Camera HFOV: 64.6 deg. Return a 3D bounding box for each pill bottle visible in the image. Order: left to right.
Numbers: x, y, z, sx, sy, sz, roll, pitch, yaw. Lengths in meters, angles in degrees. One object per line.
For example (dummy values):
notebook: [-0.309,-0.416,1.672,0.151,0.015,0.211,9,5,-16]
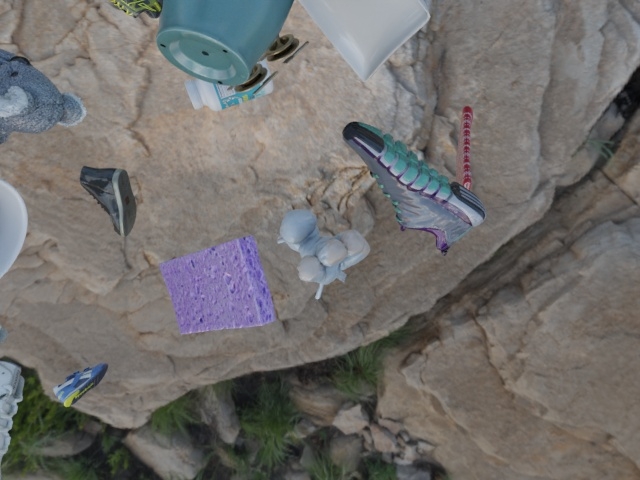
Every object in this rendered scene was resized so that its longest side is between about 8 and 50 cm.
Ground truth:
pill bottle: [-0.295,-0.507,1.629,0.264,0.146,0.146,-21,113,-6]

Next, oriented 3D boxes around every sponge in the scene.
sponge: [-0.152,0.069,0.717,0.210,0.031,0.117,-15,91,44]

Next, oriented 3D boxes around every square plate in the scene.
square plate: [0.063,-0.551,1.100,0.049,0.344,0.347,-43,98,-16]

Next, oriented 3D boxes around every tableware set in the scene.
tableware set: [-0.129,-0.410,1.148,0.194,0.128,0.039,-49,131,-15]

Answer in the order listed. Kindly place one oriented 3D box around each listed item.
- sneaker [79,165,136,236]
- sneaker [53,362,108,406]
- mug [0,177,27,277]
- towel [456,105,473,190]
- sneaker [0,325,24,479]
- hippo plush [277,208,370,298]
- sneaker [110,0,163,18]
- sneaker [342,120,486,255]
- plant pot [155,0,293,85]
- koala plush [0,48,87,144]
sneaker: [-0.600,-0.115,1.438,0.118,0.083,0.221,11,125,6]
sneaker: [-0.584,0.340,1.238,0.059,0.144,0.053,28,119,12]
mug: [-0.815,-0.069,0.931,0.328,0.374,0.276,24,84,14]
towel: [0.370,-0.185,1.297,0.031,0.274,0.198,3,144,12]
sneaker: [-0.482,0.238,0.704,0.130,0.297,0.111,-21,154,-22]
hippo plush: [0.000,0.000,1.573,0.234,0.294,0.236,-34,71,-2]
sneaker: [-0.200,-0.248,0.518,0.083,0.031,0.035,-7,114,-34]
sneaker: [0.108,-0.065,0.682,0.224,0.083,0.098,35,118,-3]
plant pot: [-0.188,-0.454,0.977,0.272,0.272,0.255,17,79,-13]
koala plush: [-0.544,-0.242,0.880,0.222,0.196,0.203,8,98,10]
